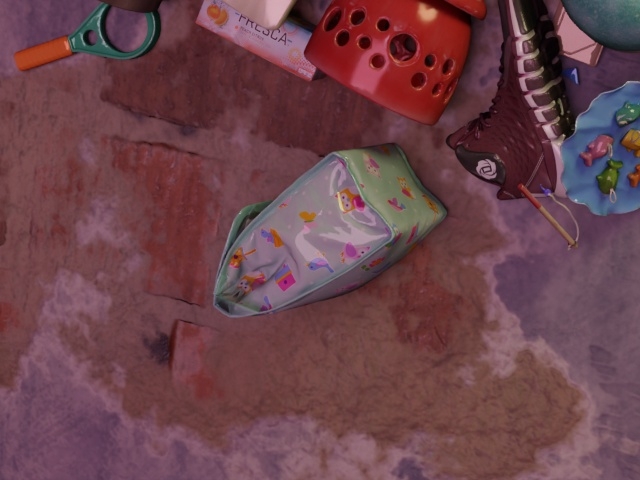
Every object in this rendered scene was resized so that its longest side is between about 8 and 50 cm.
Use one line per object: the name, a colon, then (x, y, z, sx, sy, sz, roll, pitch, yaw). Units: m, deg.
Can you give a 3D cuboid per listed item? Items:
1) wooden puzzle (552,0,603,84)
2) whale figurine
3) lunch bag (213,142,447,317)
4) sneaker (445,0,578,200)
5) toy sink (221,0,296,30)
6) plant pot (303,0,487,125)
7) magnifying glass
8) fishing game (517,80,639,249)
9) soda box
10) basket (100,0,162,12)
wooden puzzle: (0.321, -0.259, 1.669, 0.078, 0.014, 0.116, 31, 110, 16)
whale figurine: (0.392, -0.347, 1.550, 0.216, 0.141, 0.272, 45, 105, 17)
lunch bag: (0.000, 0.000, 1.726, 0.262, 0.223, 0.160, -38, 82, 24)
sneaker: (0.219, -0.175, 1.670, 0.162, 0.106, 0.282, -11, 99, 30)
toy sink: (-0.041, -0.399, 1.706, 0.152, 0.131, 0.234, 34, 106, 10)
plant pot: (0.099, -0.259, 1.660, 0.191, 0.191, 0.174, 31, 101, 11)
magnifying glass: (-0.329, -0.283, 1.892, 0.230, 0.026, 0.092, -14, 96, 23)
fishing game: (0.373, -0.102, 1.611, 0.264, 0.041, 0.189, -41, 127, 8)
soda box: (-0.070, -0.278, 1.780, 0.183, 0.058, 0.063, 29, 109, 11)
basket: (-0.236, -0.427, 1.764, 0.204, 0.154, 0.227, 28, 113, 14)
